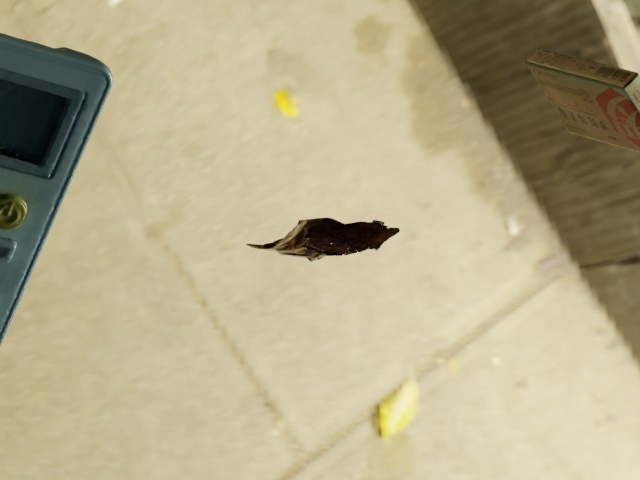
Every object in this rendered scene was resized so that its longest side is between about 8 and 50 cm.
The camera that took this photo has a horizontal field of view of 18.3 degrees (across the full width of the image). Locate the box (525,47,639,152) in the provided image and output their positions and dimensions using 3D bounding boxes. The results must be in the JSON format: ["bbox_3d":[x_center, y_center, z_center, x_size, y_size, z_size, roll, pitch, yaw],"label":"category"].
[{"bbox_3d":[0.162,-0.079,1.144,0.015,0.093,0.058,-44,122,-14],"label":"box"}]

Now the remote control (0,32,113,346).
[{"bbox_3d":[-0.213,0.008,1.096,0.103,0.051,0.293,15,122,-23],"label":"remote control"}]

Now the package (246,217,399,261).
[{"bbox_3d":[-0.001,-0.001,1.489,0.077,0.111,0.033,4,85,-41],"label":"package"}]
